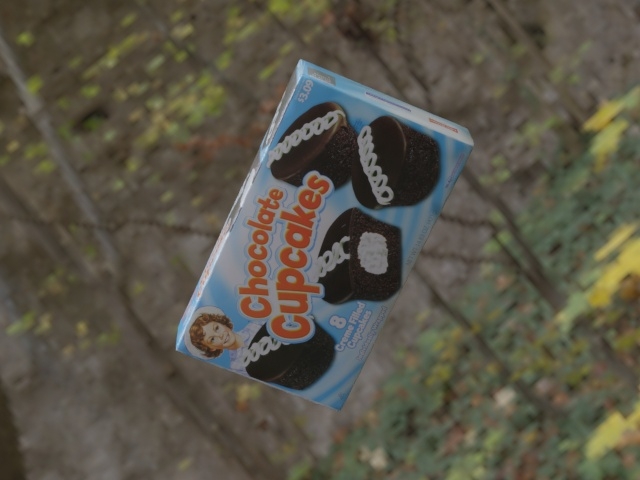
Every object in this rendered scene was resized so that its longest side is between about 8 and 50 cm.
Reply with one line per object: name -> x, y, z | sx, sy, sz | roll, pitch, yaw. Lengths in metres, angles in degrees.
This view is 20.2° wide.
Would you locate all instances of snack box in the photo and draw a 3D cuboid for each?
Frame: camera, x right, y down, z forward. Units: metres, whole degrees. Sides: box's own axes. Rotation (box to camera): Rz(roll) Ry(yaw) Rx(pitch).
snack box -> 0.000, 0.000, 1.800 | 0.060, 0.187, 0.322 | -94, 27, -67
